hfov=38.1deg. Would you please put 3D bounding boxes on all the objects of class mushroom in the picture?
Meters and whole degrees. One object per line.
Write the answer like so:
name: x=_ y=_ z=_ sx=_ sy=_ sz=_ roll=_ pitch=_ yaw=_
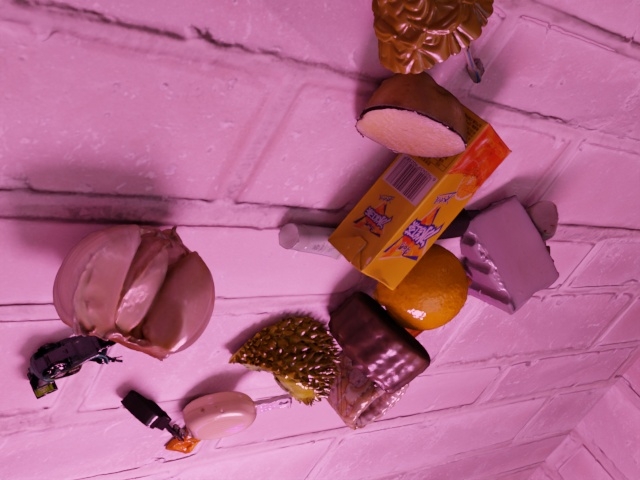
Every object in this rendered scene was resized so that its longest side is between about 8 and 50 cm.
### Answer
mushroom: x=0.513 y=-0.013 z=2.202 sx=0.081 sy=0.092 sz=0.223 roll=-48 pitch=159 yaw=-19

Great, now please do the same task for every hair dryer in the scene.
hair dryer: x=0.295 y=-0.090 z=1.861 sx=0.196 sy=0.078 sz=0.248 roll=-6 pitch=148 yaw=-43

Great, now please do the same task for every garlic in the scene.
garlic: x=-0.281 y=0.063 z=1.432 sx=0.281 sy=0.185 sz=0.203 roll=25 pitch=86 yaw=-34

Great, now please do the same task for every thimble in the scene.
thimble: x=0.102 y=0.332 z=2.160 sx=0.190 sy=0.143 sz=0.137 roll=-39 pitch=147 yaw=0

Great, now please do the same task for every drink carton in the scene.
drink carton: x=0.187 y=-0.082 z=1.731 sx=0.351 sy=0.111 sz=0.154 roll=-51 pitch=148 yaw=5

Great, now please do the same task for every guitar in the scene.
guitar: x=-0.317 y=0.360 z=1.854 sx=0.038 sy=0.084 sz=0.271 roll=-46 pitch=156 yaw=-9

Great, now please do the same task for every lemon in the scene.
lemon: x=0.213 y=0.098 z=1.949 sx=0.244 sy=0.187 sz=0.186 roll=-6 pitch=135 yaw=-41

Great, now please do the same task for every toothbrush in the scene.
toothbrush: x=0.241 y=-0.356 z=1.561 sx=0.028 sy=0.026 sz=0.294 roll=-55 pitch=150 yaw=-10

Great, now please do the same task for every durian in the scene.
durian: x=-0.054 y=0.259 z=1.986 sx=0.170 sy=0.157 sz=0.355 roll=-8 pitch=153 yaw=18

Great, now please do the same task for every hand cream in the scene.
hand cream: x=0.000 y=0.000 z=1.742 sx=0.205 sy=0.050 sz=0.078 roll=9 pitch=120 yaw=-55

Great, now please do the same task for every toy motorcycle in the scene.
toy motorcycle: x=-0.410 y=0.198 z=1.566 sx=0.173 sy=0.058 sz=0.100 roll=-24 pitch=152 yaw=-20

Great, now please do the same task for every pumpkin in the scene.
pumpkin: x=-0.277 y=0.429 z=2.004 sx=0.101 sy=0.035 sz=0.073 roll=-47 pitch=150 yaw=8

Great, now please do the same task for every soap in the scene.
soap: x=0.395 y=0.017 z=2.163 sx=0.159 sy=0.257 sz=0.302 roll=-34 pitch=-168 yaw=-8

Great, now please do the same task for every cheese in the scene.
cheese: x=-0.170 y=0.356 z=1.937 sx=0.228 sy=0.064 sz=0.137 roll=-11 pitch=148 yaw=-7

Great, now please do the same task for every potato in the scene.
potato: x=0.159 y=-0.225 z=1.554 sx=0.202 sy=0.182 sz=0.117 roll=23 pitch=76 yaw=-36

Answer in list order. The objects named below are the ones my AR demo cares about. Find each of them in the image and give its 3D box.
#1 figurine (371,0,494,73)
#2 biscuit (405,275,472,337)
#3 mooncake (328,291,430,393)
figurine: x=0.105 y=-0.403 z=1.284 sx=0.187 sy=0.168 sz=0.315 roll=-18 pitch=141 yaw=19
biscuit: x=0.254 y=0.176 z=2.201 sx=0.280 sy=0.043 sz=0.183 roll=-44 pitch=157 yaw=27
mooncake: x=0.117 y=0.218 z=1.959 sx=0.124 sy=0.228 sz=0.228 roll=-46 pitch=147 yaw=7
